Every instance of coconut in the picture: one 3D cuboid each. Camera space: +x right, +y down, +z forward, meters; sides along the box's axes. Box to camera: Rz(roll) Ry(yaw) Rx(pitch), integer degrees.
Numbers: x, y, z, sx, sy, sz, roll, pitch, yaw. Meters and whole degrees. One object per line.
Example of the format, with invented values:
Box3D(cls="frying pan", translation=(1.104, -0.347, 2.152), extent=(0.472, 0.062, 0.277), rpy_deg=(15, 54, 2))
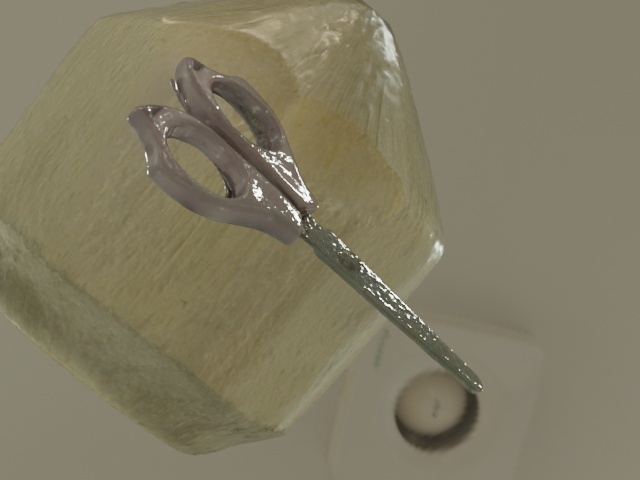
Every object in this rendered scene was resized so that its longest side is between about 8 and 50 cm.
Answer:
Box3D(cls="coconut", translation=(-0.053, -0.025, 0.920), extent=(0.237, 0.237, 0.266), rpy_deg=(43, -91, -15))

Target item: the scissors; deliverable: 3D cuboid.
Box3D(cls="scissors", translation=(0.000, 0.000, 0.690), extent=(0.189, 0.100, 0.015), rpy_deg=(44, -59, -7))
